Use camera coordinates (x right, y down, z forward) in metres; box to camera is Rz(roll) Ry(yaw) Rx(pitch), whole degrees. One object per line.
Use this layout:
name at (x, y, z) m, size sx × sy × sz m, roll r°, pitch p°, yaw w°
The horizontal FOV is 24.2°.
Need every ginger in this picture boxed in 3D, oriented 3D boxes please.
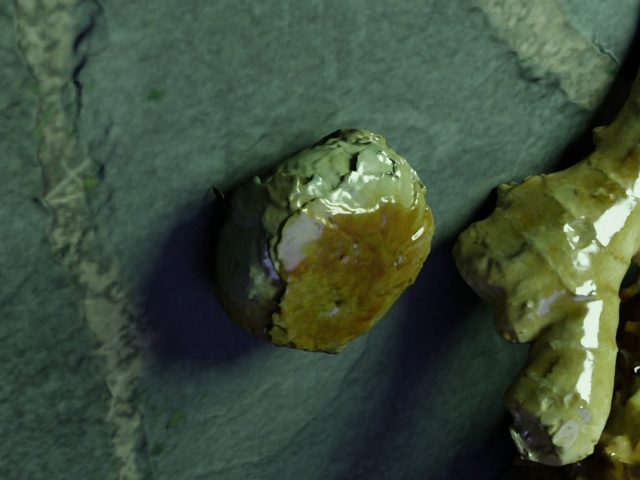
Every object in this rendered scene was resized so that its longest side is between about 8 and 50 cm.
ginger at (0.189, -0.015, 1.023) m, size 0.333 × 0.148 × 0.081 m, roll -59°, pitch 160°, yaw -7°

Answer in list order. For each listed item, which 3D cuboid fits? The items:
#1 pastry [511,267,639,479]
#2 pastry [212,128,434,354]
pastry at (0.320, 0.167, 1.123) m, size 0.337 × 0.292 × 0.405 m, roll -25°, pitch 141°, yaw -5°
pastry at (0.003, 0.004, 0.937) m, size 0.153 × 0.081 × 0.153 m, roll -17°, pitch 124°, yaw -27°
